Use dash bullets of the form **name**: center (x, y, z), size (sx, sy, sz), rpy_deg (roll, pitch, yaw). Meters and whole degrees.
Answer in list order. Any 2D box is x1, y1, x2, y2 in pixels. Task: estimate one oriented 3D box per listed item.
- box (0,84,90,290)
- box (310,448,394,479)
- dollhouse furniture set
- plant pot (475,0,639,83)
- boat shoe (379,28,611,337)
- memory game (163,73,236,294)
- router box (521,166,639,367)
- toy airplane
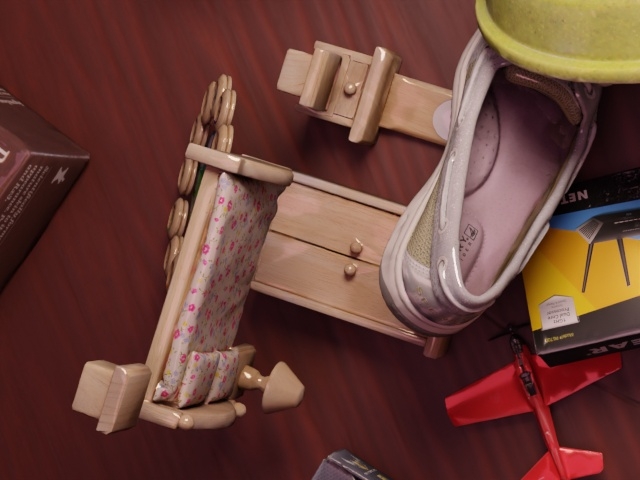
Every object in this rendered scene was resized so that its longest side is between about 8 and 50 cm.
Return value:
- **box**: center (-0.411, -0.108, 1.534), size (0.381, 0.143, 0.191), rpy_deg (37, 100, 10)
- **box**: center (0.031, 0.315, 1.456), size (0.183, 0.059, 0.233), rpy_deg (32, 98, 14)
- **dollhouse furniture set**: center (0.000, 0.000, 1.308), size (0.174, 0.355, 0.303), rpy_deg (18, 95, 14)
- **plant pot**: center (0.218, -0.289, 1.234), size (0.276, 0.276, 0.254), rpy_deg (-6, 126, 16)
- **boat shoe**: center (0.149, -0.075, 1.339), size (0.118, 0.103, 0.320), rpy_deg (35, 68, -14)
- **memory game**: center (-0.098, -0.043, 1.431), size (0.012, 0.186, 0.186), rpy_deg (13, 95, -13)
- **router box**: center (0.245, 0.013, 1.380), size (0.179, 0.046, 0.133), rpy_deg (-15, 68, 15)
- **toy airplane**: center (0.175, 0.138, 1.429), size (0.151, 0.028, 0.151), rpy_deg (0, 90, 14)
